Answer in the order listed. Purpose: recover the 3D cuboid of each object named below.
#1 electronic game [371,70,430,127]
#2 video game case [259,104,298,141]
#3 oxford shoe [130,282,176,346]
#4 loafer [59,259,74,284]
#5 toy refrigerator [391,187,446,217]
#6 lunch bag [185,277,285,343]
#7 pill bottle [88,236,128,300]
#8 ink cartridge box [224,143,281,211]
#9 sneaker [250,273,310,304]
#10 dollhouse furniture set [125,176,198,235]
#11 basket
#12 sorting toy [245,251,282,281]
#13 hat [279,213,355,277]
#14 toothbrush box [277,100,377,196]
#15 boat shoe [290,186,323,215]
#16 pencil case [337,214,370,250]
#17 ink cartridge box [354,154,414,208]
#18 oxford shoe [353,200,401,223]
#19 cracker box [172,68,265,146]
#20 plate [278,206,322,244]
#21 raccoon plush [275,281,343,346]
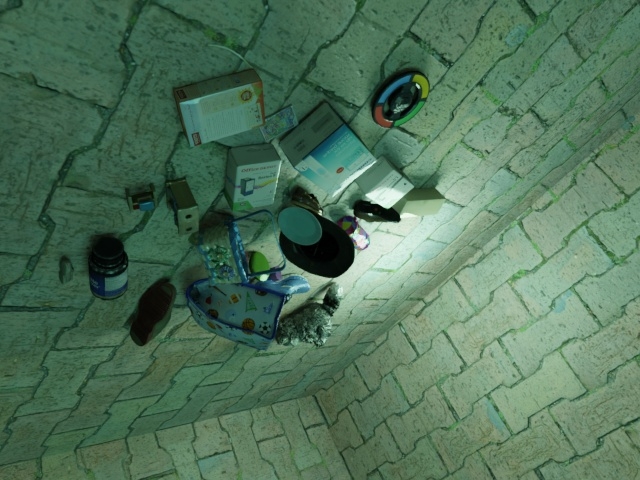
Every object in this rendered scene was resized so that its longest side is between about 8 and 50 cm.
[{"bbox_3d":[0.280,-0.487,1.642,0.229,0.048,0.229,-23,150,-14],"label":"electronic game"},{"bbox_3d":[-0.133,-0.370,1.487,0.122,0.011,0.087,-29,150,-4],"label":"video game case"},{"bbox_3d":[-0.668,0.285,1.938,0.348,0.123,0.130,-50,171,28],"label":"oxford shoe"},{"bbox_3d":[-0.832,0.099,1.551,0.039,0.045,0.125,-25,162,-45],"label":"loafer"},{"bbox_3d":[0.454,-0.181,2.220,0.269,0.094,0.102,-8,137,-36],"label":"toy refrigerator"},{"bbox_3d":[-0.365,0.291,1.975,0.385,0.239,0.328,16,155,-4],"label":"lunch bag"},{"bbox_3d":[-0.704,0.092,1.567,0.122,0.123,0.219,-11,144,-31],"label":"pill bottle"},{"bbox_3d":[-0.228,-0.208,1.567,0.154,0.093,0.212,-13,145,-26],"label":"ink cartridge box"},{"bbox_3d":[-0.179,0.252,2.253,0.330,0.147,0.130,-2,140,-41],"label":"sneaker"},{"bbox_3d":[-0.491,-0.091,1.471,0.183,0.129,0.129,-16,148,-25],"label":"dollhouse furniture set"},{"bbox_3d":[-0.288,0.035,1.719,0.288,0.201,0.255,-18,117,-6],"label":"basket"},{"bbox_3d":[-0.314,0.118,2.000,0.126,0.127,0.365,-17,155,26],"label":"sorting toy"},{"bbox_3d":[0.000,0.000,1.984,0.331,0.331,0.134,-55,-179,36],"label":"hat"},{"bbox_3d":[0.032,-0.302,1.617,0.216,0.126,0.295,-38,153,13],"label":"toothbrush box"},{"bbox_3d":[-0.040,-0.149,1.845,0.207,0.073,0.073,27,80,-62],"label":"boat shoe"},{"bbox_3d":[0.159,-0.032,2.175,0.104,0.104,0.236,-34,152,6],"label":"pencil case"},{"bbox_3d":[0.268,-0.238,1.963,0.160,0.093,0.219,-42,149,18],"label":"ink cartridge box"},{"bbox_3d":[0.252,-0.117,2.113,0.227,0.083,0.096,15,151,-14],"label":"oxford shoe"},{"bbox_3d":[-0.274,-0.368,1.308,0.232,0.067,0.156,-21,148,-17],"label":"cracker box"},{"bbox_3d":[-0.079,-0.061,1.869,0.024,0.188,0.188,-60,177,-46],"label":"plate"},{"bbox_3d":[-0.094,0.402,2.606,0.299,0.216,0.447,9,104,-30],"label":"raccoon plush"}]
